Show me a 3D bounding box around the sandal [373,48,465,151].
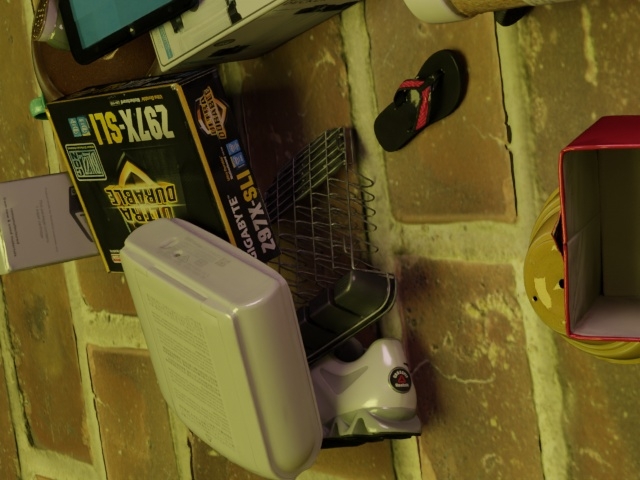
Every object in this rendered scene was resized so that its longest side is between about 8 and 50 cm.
[{"bbox_3d":[0.111,-0.160,1.822,0.179,0.040,0.067,-45,68,46],"label":"sandal"}]

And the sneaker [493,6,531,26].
[{"bbox_3d":[0.210,-0.325,1.655,0.089,0.051,0.170,43,125,30],"label":"sneaker"}]

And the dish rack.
[{"bbox_3d":[0.000,0.000,1.940,0.208,0.074,0.271,-36,46,41],"label":"dish rack"}]

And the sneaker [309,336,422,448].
[{"bbox_3d":[0.014,0.198,2.002,0.330,0.122,0.146,-18,71,50],"label":"sneaker"}]

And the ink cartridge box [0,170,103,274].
[{"bbox_3d":[-0.384,-0.032,2.221,0.223,0.307,0.129,-8,93,50],"label":"ink cartridge box"}]

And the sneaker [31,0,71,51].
[{"bbox_3d":[-0.337,-0.336,2.113,0.064,0.086,0.192,-39,36,49],"label":"sneaker"}]

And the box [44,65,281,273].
[{"bbox_3d":[-0.212,-0.084,2.005,0.322,0.079,0.257,0,112,50],"label":"box"}]

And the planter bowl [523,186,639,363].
[{"bbox_3d":[0.285,0.038,1.647,0.217,0.090,0.217,18,114,46],"label":"planter bowl"}]

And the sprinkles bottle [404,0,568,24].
[{"bbox_3d":[0.247,-0.296,1.520,0.355,0.121,0.121,-3,99,38],"label":"sprinkles bottle"}]

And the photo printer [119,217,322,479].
[{"bbox_3d":[-0.118,0.146,1.900,0.256,0.107,0.307,27,139,44],"label":"photo printer"}]

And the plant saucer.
[{"bbox_3d":[-0.297,-0.295,2.149,0.310,0.050,0.311,-3,85,31],"label":"plant saucer"}]

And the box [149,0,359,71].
[{"bbox_3d":[-0.069,-0.301,1.888,0.290,0.169,0.087,-21,85,49],"label":"box"}]

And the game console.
[{"bbox_3d":[-0.311,-0.377,1.900,0.293,0.250,0.173,-18,55,47],"label":"game console"}]

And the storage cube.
[{"bbox_3d":[0.338,-0.018,1.444,0.215,0.193,0.184,1,104,22],"label":"storage cube"}]

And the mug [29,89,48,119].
[{"bbox_3d":[-0.341,-0.224,2.253,0.157,0.097,0.129,18,95,31],"label":"mug"}]
